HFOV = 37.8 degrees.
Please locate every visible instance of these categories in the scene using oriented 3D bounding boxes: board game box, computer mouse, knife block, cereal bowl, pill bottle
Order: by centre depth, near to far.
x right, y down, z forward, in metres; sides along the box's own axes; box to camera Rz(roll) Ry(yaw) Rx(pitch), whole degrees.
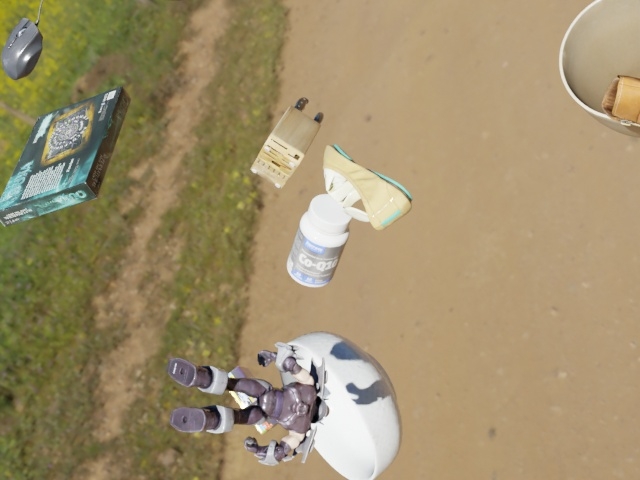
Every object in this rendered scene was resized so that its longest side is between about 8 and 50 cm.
[{"bbox_3d":[-0.298,-0.101,1.094,0.126,0.026,0.186,-15,40,19],"label":"board game box"},{"bbox_3d":[0.000,0.000,1.418,0.078,0.078,0.137,-83,9,-46],"label":"pill bottle"},{"bbox_3d":[-0.507,-0.395,1.645,0.071,0.041,0.242,35,108,34],"label":"computer mouse"},{"bbox_3d":[-0.138,0.333,1.956,0.048,0.141,0.170,-36,-8,-3],"label":"board game box"},{"bbox_3d":[0.062,0.337,1.994,0.141,0.339,0.339,-26,12,-26],"label":"cereal bowl"},{"bbox_3d":[-0.055,-0.250,2.126,0.242,0.088,0.275,-60,5,-18],"label":"knife block"}]

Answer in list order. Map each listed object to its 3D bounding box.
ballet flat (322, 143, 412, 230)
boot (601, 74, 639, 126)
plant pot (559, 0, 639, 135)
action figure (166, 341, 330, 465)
[{"bbox_3d":[0.046,-0.078,1.333,0.073,0.080,0.232,-47,31,-2],"label":"ballet flat"},{"bbox_3d":[0.539,-0.182,1.426,0.283,0.220,0.109,19,-101,-79],"label":"boot"},{"bbox_3d":[0.610,-0.303,1.781,0.256,0.274,0.257,-7,74,24],"label":"plant pot"},{"bbox_3d":[-0.090,0.241,1.408,0.099,0.285,0.186,-12,69,47],"label":"action figure"}]
